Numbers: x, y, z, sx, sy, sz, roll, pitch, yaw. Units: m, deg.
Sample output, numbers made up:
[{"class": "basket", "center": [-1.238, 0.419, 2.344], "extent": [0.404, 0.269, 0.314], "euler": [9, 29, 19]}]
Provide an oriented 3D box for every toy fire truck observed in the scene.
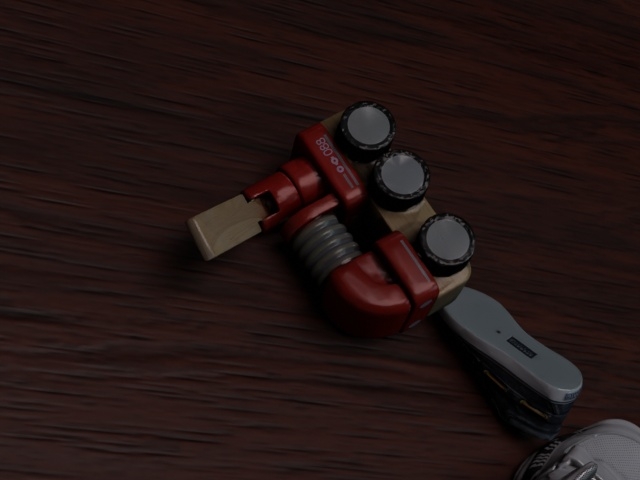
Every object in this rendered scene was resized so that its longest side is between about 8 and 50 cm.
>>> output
[{"class": "toy fire truck", "center": [0.000, 0.000, 1.233], "extent": [0.246, 0.158, 0.217], "euler": [-28, 74, -18]}]

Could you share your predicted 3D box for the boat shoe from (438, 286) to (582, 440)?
[{"class": "boat shoe", "center": [0.181, 0.127, 1.308], "extent": [0.065, 0.083, 0.183], "euler": [-23, 50, -38]}]

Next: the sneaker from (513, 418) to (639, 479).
[{"class": "sneaker", "center": [0.249, 0.263, 1.171], "extent": [0.366, 0.210, 0.137], "euler": [-32, 83, -39]}]
